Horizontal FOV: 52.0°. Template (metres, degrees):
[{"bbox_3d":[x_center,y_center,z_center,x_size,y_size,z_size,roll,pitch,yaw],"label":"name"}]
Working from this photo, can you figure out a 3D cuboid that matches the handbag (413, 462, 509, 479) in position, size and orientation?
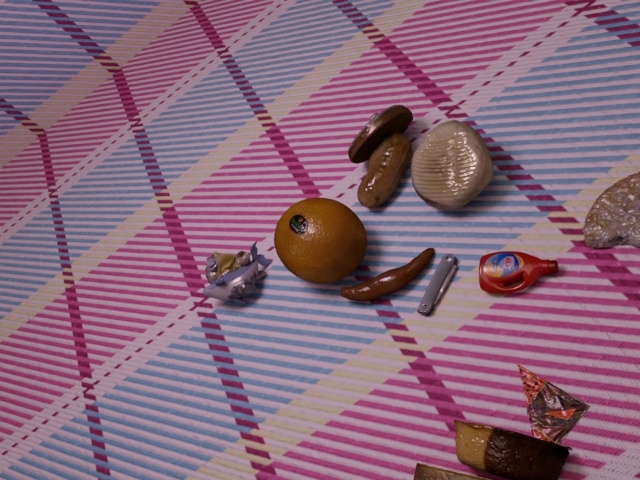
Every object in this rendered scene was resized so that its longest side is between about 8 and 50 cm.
[{"bbox_3d":[0.283,0.465,1.218,0.190,0.127,0.063,2,64,35],"label":"handbag"}]

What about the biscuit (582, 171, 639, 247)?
[{"bbox_3d":[0.675,-0.060,1.365,0.265,0.040,0.188,-30,48,15],"label":"biscuit"}]

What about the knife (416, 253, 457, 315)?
[{"bbox_3d":[0.276,0.103,1.531,0.044,0.023,0.162,18,71,36],"label":"knife"}]

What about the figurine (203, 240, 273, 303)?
[{"bbox_3d":[-0.238,0.088,1.817,0.208,0.128,0.184,-38,44,-4],"label":"figurine"}]

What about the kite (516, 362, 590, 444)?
[{"bbox_3d":[0.459,0.331,1.274,0.125,0.008,0.222,-15,54,22],"label":"kite"}]

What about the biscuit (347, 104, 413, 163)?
[{"bbox_3d":[0.155,-0.291,1.771,0.208,0.181,0.049,-39,75,11],"label":"biscuit"}]

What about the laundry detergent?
[{"bbox_3d":[0.433,0.068,1.434,0.165,0.049,0.097,-5,66,30],"label":"laundry detergent"}]

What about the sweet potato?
[{"bbox_3d":[0.168,0.095,1.587,0.255,0.058,0.078,-28,29,10],"label":"sweet potato"}]

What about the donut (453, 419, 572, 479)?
[{"bbox_3d":[0.334,0.397,1.228,0.217,0.141,0.085,2,71,43],"label":"donut"}]

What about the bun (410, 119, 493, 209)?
[{"bbox_3d":[0.326,-0.180,1.609,0.220,0.134,0.220,-7,80,47],"label":"bun"}]

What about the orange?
[{"bbox_3d":[0.000,0.000,1.653,0.236,0.236,0.236,-17,53,24],"label":"orange"}]

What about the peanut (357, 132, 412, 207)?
[{"bbox_3d":[0.169,-0.185,1.746,0.108,0.095,0.226,8,69,54],"label":"peanut"}]
